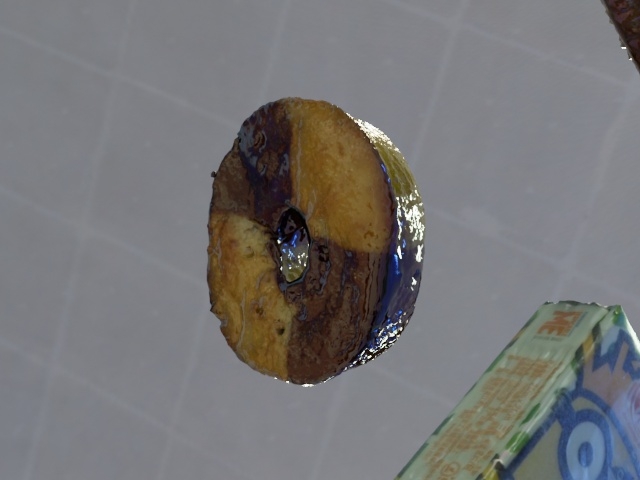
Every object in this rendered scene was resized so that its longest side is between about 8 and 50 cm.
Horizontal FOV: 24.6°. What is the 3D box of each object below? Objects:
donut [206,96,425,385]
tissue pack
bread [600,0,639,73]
[{"bbox_3d":[0.000,0.000,0.950,0.166,0.073,0.184,-1,-90,42],"label":"donut"},{"bbox_3d":[0.215,0.237,1.404,0.128,0.311,0.228,1,-52,48],"label":"tissue pack"},{"bbox_3d":[0.280,-0.227,1.072,0.184,0.110,0.234,-29,-49,14],"label":"bread"}]
